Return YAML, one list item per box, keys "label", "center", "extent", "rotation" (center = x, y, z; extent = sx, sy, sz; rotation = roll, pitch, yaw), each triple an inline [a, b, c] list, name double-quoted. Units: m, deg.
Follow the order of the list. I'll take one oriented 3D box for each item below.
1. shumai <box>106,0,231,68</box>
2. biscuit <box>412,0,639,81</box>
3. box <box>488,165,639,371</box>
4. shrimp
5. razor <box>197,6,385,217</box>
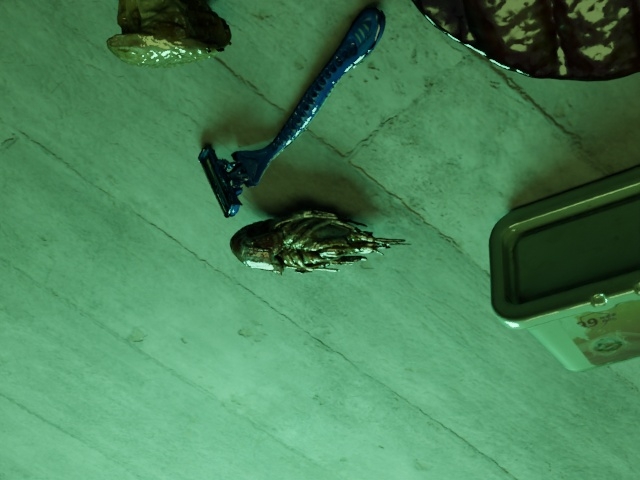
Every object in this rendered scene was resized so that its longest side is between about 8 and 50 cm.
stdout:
- label: "shumai"
  center: [-0.170, -0.248, 1.216]
  extent: [0.145, 0.145, 0.116]
  rotation: [-3, 95, 13]
- label: "biscuit"
  center: [0.249, -0.342, 1.057]
  extent: [0.407, 0.091, 0.407]
  rotation: [6, 131, 8]
- label: "box"
  center: [0.381, 0.040, 1.340]
  extent: [0.311, 0.175, 0.182]
  rotation: [-20, 135, 26]
- label: "shrimp"
  center: [0.000, 0.000, 1.431]
  extent: [0.232, 0.079, 0.090]
  rotation: [-1, 117, 1]
- label: "razor"
  center: [-0.023, -0.156, 1.310]
  extent: [0.056, 0.093, 0.324]
  rotation: [-1, 146, -48]
